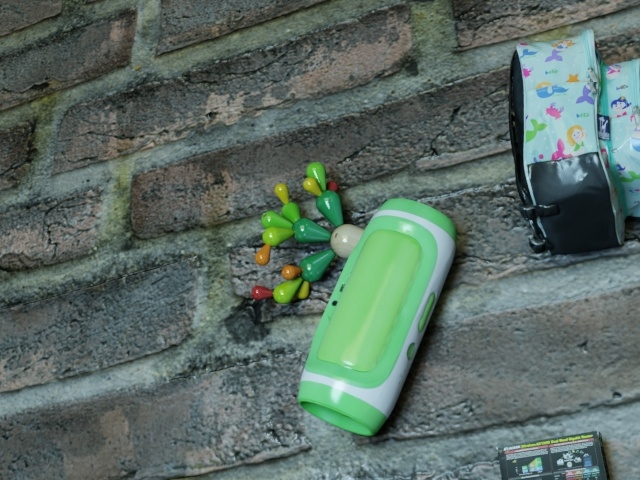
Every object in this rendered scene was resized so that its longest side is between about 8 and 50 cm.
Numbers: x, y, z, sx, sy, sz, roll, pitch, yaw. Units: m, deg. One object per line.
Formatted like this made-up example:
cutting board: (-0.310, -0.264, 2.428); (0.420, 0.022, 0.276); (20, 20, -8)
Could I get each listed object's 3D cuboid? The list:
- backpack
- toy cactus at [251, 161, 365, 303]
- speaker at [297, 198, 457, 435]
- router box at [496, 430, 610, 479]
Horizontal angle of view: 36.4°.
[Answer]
backpack: (0.329, -0.136, 1.229); (0.191, 0.225, 0.253); (-14, 58, 16)
toy cactus: (0.000, 0.000, 1.399); (0.181, 0.112, 0.219); (13, 64, 11)
speaker: (0.077, 0.097, 1.271); (0.131, 0.131, 0.296); (13, 68, 31)
router box: (0.271, 0.277, 1.124); (0.123, 0.038, 0.092); (-13, 57, 18)
